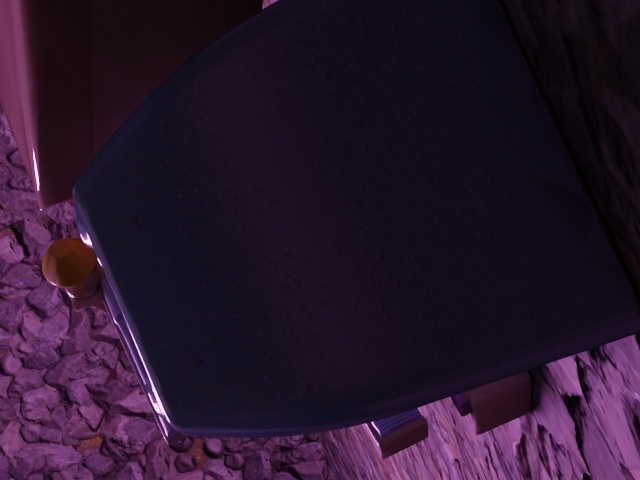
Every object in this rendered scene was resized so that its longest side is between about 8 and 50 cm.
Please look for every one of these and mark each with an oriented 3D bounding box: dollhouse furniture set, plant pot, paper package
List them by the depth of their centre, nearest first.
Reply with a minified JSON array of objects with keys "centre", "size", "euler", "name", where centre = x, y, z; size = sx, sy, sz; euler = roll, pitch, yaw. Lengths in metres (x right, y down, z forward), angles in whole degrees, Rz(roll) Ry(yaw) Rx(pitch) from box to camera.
[{"centre":[0.000,0.000,0.907],"size":[0.248,0.252,0.247],"euler":[107,138,-81],"name":"plant pot"},{"centre":[-0.173,-0.240,1.076],"size":[0.309,0.168,0.325],"euler":[97,152,-55],"name":"paper package"},{"centre":[-0.042,0.036,1.158],"size":[0.198,0.303,0.286],"euler":[75,170,-58],"name":"dollhouse furniture set"}]
